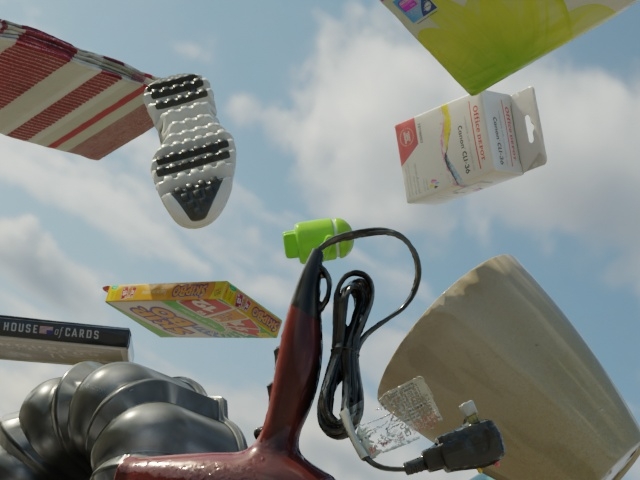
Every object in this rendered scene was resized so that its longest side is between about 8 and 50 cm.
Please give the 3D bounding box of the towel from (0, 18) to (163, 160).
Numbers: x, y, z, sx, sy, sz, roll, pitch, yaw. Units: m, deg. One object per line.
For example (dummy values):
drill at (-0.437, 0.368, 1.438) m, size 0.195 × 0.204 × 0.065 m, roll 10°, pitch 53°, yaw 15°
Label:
towel at (-0.371, -0.199, 1.801) m, size 0.237 × 0.037 × 0.329 m, roll -26°, pitch -28°, yaw 38°

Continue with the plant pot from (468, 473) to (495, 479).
plant pot at (0.275, 0.428, 1.831) m, size 0.272 × 0.255 × 0.271 m, roll 34°, pitch -22°, yaw 16°

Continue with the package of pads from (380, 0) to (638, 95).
package of pads at (0.211, -0.310, 1.468) m, size 0.229 × 0.101 × 0.296 m, roll 43°, pitch -42°, yaw -16°

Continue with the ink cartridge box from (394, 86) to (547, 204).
ink cartridge box at (0.198, -0.128, 1.753) m, size 0.067 × 0.115 × 0.198 m, roll 3°, pitch -17°, yaw -45°

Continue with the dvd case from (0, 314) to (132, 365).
dvd case at (-0.317, 0.125, 1.597) m, size 0.179 × 0.029 × 0.238 m, roll 6°, pitch -12°, yaw -6°

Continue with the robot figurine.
robot figurine at (0.000, 0.000, 2.054) m, size 0.115 × 0.067 × 0.101 m, roll -8°, pitch 6°, yaw -4°

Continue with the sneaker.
sneaker at (-0.160, -0.098, 1.688) m, size 0.110 × 0.292 × 0.118 m, roll -10°, pitch -52°, yaw -2°

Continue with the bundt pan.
bundt pan at (-0.234, 0.258, 1.293) m, size 0.331 × 0.331 × 0.124 m, roll 11°, pitch -23°, yaw 44°

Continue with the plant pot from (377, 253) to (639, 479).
plant pot at (0.257, 0.201, 1.629) m, size 0.274 × 0.256 × 0.256 m, roll 42°, pitch -15°, yaw 23°

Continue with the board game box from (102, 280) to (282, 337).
board game box at (-0.189, 0.099, 1.862) m, size 0.259 × 0.039 × 0.124 m, roll -1°, pitch -29°, yaw 42°

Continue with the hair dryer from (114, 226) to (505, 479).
hair dryer at (-0.021, 0.142, 1.006) m, size 0.223 × 0.293 × 0.080 m, roll 63°, pitch 2°, yaw 32°
